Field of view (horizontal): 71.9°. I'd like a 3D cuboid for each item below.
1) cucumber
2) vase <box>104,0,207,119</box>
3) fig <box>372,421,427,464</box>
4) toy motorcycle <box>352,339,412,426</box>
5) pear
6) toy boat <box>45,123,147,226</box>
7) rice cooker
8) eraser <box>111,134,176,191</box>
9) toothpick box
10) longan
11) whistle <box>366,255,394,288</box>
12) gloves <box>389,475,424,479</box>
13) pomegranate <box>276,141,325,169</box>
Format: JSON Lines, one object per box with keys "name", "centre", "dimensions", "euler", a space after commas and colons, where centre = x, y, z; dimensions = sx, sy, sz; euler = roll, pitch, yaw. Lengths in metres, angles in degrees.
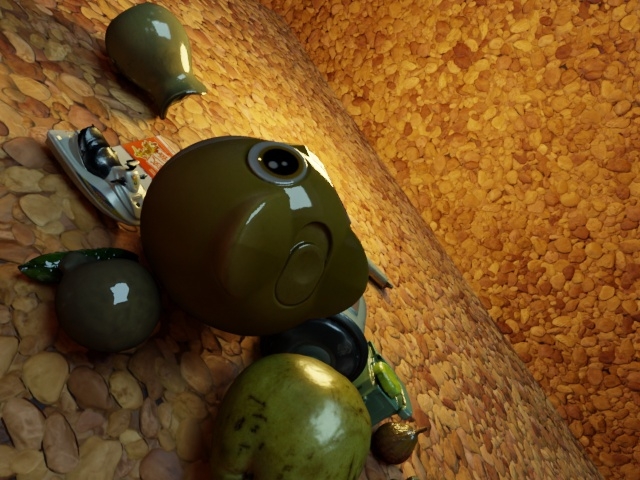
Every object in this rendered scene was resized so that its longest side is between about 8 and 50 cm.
{"name": "cucumber", "centre": [-0.458, 0.048, 0.854], "dimensions": [0.227, 0.069, 0.069], "euler": [-3, 59, -54]}
{"name": "vase", "centre": [-0.498, -0.550, 1.399], "dimensions": [0.303, 0.240, 0.329], "euler": [58, -2, -14]}
{"name": "fig", "centre": [0.226, 0.565, 1.226], "dimensions": [0.119, 0.152, 0.119], "euler": [-6, 90, -69]}
{"name": "toy motorcycle", "centre": [0.144, 0.411, 1.254], "dimensions": [0.200, 0.191, 0.326], "euler": [51, 12, -10]}
{"name": "pear", "centre": [-0.064, 0.378, 0.838], "dimensions": [0.303, 0.303, 0.304], "euler": [38, 30, -26]}
{"name": "toy boat", "centre": [-0.482, -0.158, 0.999], "dimensions": [0.269, 0.141, 0.140], "euler": [40, 25, 8]}
{"name": "rice cooker", "centre": [-0.008, 0.229, 1.127], "dimensions": [0.316, 0.264, 0.317], "euler": [36, 26, -21]}
{"name": "eraser", "centre": [-0.453, -0.198, 1.191], "dimensions": [0.157, 0.038, 0.230], "euler": [49, 26, -6]}
{"name": "toothpick box", "centre": [-0.142, -0.016, 0.917], "dimensions": [0.408, 0.410, 0.425], "euler": [26, 0, -42]}
{"name": "longan", "centre": [-0.383, 0.102, 0.795], "dimensions": [0.204, 0.159, 0.185], "euler": [46, 19, -7]}
{"name": "whistle", "centre": [0.183, 0.096, 1.817], "dimensions": [0.326, 0.057, 0.068], "euler": [44, -15, -18]}
{"name": "gloves", "centre": [0.237, 0.713, 1.052], "dimensions": [0.154, 0.141, 0.332], "euler": [-26, 89, -37]}
{"name": "pomegranate", "centre": [-0.139, -0.147, 1.309], "dimensions": [0.332, 0.332, 0.333], "euler": [38, 30, -26]}
